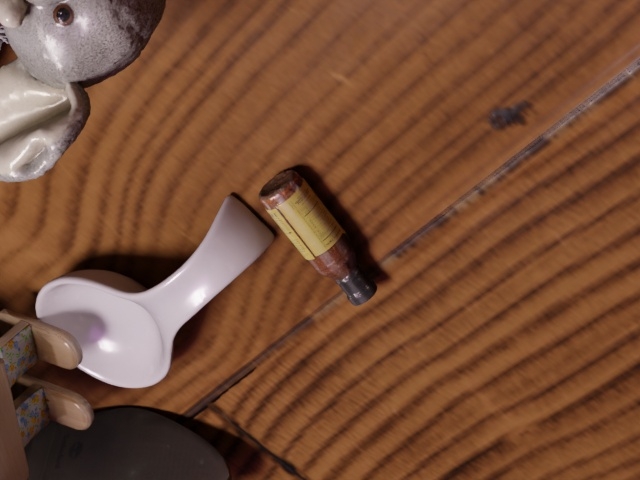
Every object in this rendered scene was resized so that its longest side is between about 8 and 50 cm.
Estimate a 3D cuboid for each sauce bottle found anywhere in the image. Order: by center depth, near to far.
[{"bbox_3d":[0.000,0.000,1.409,0.042,0.042,0.128,-18,119,37],"label":"sauce bottle"}]

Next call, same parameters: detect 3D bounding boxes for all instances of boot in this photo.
[{"bbox_3d":[-0.206,0.237,1.702,0.305,0.112,0.115,3,149,30],"label":"boot"}]

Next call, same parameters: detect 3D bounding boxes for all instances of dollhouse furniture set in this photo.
[{"bbox_3d":[-0.275,0.227,1.544,0.161,0.212,0.242,17,130,28],"label":"dollhouse furniture set"}]

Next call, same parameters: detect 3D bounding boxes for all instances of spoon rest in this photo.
[{"bbox_3d":[-0.156,0.056,1.509,0.137,0.084,0.276,43,133,-13],"label":"spoon rest"}]

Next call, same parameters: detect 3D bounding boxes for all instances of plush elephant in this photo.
[{"bbox_3d":[-0.225,-0.198,1.199,0.255,0.272,0.330,20,165,28],"label":"plush elephant"}]
